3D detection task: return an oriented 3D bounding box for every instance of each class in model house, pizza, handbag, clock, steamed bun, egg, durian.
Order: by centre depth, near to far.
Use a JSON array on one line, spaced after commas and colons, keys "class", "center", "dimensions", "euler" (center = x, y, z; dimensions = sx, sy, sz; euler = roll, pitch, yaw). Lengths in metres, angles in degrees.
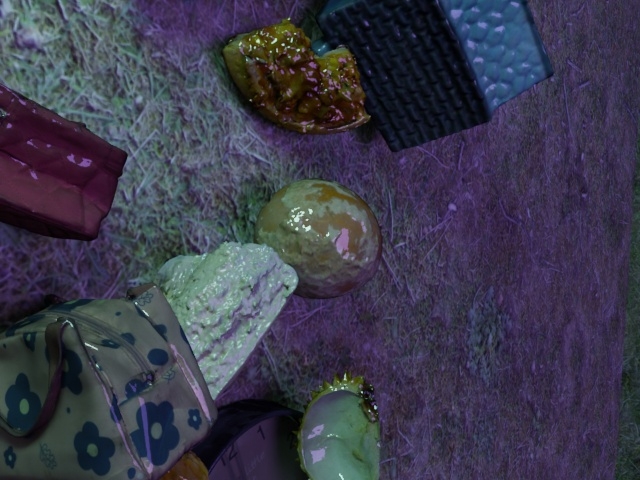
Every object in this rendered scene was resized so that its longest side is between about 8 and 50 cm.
[{"class": "handbag", "center": [-0.326, -0.088, 0.817], "dimensions": [0.225, 0.146, 0.135], "euler": [29, 76, -49]}, {"class": "handbag", "center": [-0.261, 0.158, 0.846], "dimensions": [0.190, 0.252, 0.193], "euler": [-34, 110, -52]}, {"class": "steamed bun", "center": [-0.163, 0.112, 1.013], "dimensions": [0.170, 0.200, 0.225], "euler": [37, 58, -6]}, {"class": "clock", "center": [-0.105, 0.443, 1.189], "dimensions": [0.386, 0.076, 0.386], "euler": [-6, 98, -51]}, {"class": "pizza", "center": [-0.024, -0.248, 1.194], "dimensions": [0.305, 0.085, 0.161], "euler": [17, 108, -40]}, {"class": "egg", "center": [0.000, 0.000, 1.196], "dimensions": [0.233, 0.195, 0.194], "euler": [6, 88, -53]}, {"class": "durian", "center": [0.047, 0.327, 1.203], "dimensions": [0.144, 0.139, 0.252], "euler": [9, 85, -56]}, {"class": "model house", "center": [0.170, -0.343, 1.359], "dimensions": [0.339, 0.297, 0.360], "euler": [-36, 127, -1]}]

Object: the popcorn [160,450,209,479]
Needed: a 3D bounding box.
[{"class": "popcorn", "center": [-0.230, 0.331, 0.971], "dimensions": [0.170, 0.180, 0.180], "euler": [51, 54, -58]}]
